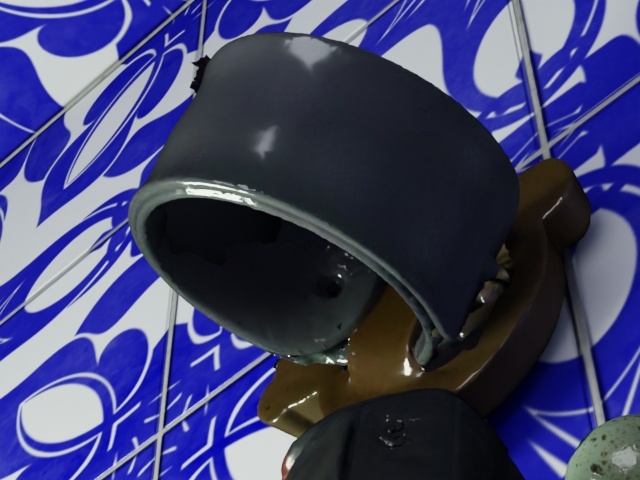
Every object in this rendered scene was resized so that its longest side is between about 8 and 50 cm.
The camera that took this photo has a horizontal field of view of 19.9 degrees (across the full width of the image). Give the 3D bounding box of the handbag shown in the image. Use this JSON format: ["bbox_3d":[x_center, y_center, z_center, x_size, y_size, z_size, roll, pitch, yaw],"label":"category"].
[{"bbox_3d":[0.065,0.236,1.117,0.181,0.254,0.181,-18,32,18],"label":"handbag"}]

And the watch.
[{"bbox_3d":[0.000,0.000,1.477,0.335,0.327,0.314,-10,44,54],"label":"watch"}]

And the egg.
[{"bbox_3d":[0.207,0.157,1.203,0.085,0.085,0.110,-59,18,-22],"label":"egg"}]
